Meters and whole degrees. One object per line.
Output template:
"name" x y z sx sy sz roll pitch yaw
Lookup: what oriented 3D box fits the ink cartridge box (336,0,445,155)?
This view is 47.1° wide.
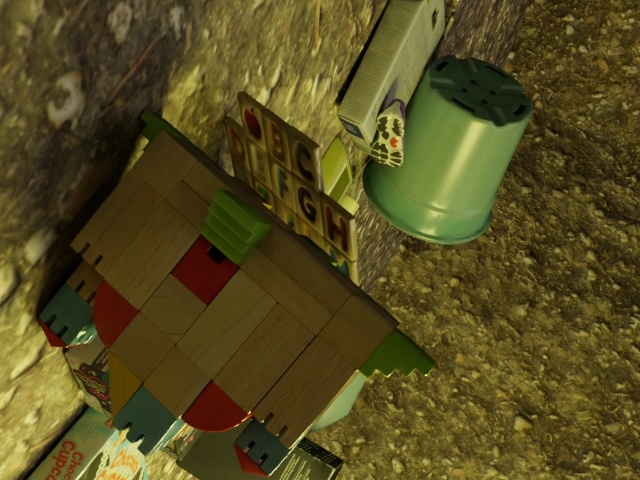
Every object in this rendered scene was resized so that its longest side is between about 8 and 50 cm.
"ink cartridge box" 0.150 -0.350 1.479 0.330 0.071 0.324 -65 169 0

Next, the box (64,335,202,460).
"box" -0.177 0.119 0.946 0.247 0.163 0.142 -54 163 -34

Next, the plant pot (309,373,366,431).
"plant pot" -0.045 0.338 1.867 0.252 0.248 0.247 -22 141 -56

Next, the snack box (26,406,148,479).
"snack box" -0.340 0.366 1.082 0.187 0.060 0.322 -53 166 -35

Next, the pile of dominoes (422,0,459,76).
"pile of dominoes" 0.275 -0.496 1.744 0.251 0.040 0.196 111 -1 -50

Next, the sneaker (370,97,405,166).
"sneaker" 0.145 -0.209 1.447 0.170 0.068 0.071 98 16 -57

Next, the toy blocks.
"toy blocks" -0.116 0.088 0.724 0.261 0.381 0.191 -50 170 5

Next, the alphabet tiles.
"alphabet tiles" -0.035 -0.001 0.906 0.011 0.285 0.342 -24 131 -22

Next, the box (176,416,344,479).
"box" -0.128 0.530 1.750 0.179 0.312 0.343 -59 167 -9

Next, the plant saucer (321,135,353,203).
"plant saucer" 0.014 -0.102 1.534 0.188 0.045 0.188 -60 168 -8

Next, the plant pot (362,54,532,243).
"plant pot" 0.312 -0.226 1.726 0.341 0.341 0.334 -50 167 -44

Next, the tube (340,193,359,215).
"tube" 0.000 0.000 1.690 0.070 0.062 0.240 43 78 -36
